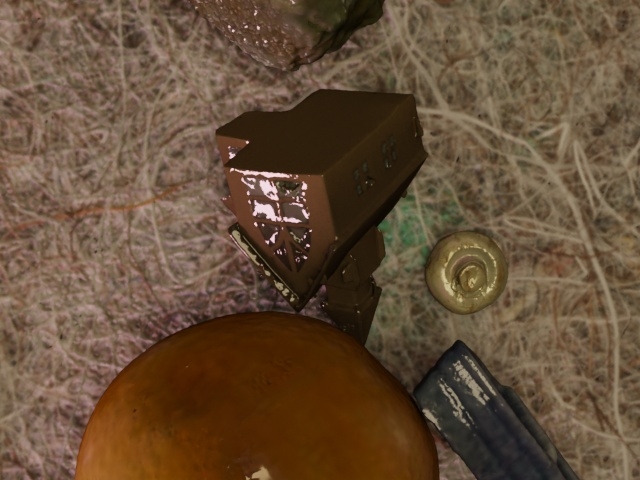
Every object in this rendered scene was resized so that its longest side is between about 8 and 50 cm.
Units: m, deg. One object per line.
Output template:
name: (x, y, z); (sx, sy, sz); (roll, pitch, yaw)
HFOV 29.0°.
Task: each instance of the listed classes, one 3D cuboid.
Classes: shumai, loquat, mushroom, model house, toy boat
shumai: (-0.030, -0.298, 1.116); (0.225, 0.261, 0.222); (33, 83, 26)
loquat: (-0.055, 0.221, 1.093); (0.328, 0.328, 0.329); (0, 93, -6)
mushroom: (0.145, 0.032, 1.225); (0.083, 0.067, 0.084); (-1, 100, -7)
model house: (0.000, 0.000, 1.187); (0.176, 0.181, 0.248); (9, 125, 32)
toy boat: (0.175, 0.192, 1.163); (0.078, 0.127, 0.283); (-35, 128, 7)
